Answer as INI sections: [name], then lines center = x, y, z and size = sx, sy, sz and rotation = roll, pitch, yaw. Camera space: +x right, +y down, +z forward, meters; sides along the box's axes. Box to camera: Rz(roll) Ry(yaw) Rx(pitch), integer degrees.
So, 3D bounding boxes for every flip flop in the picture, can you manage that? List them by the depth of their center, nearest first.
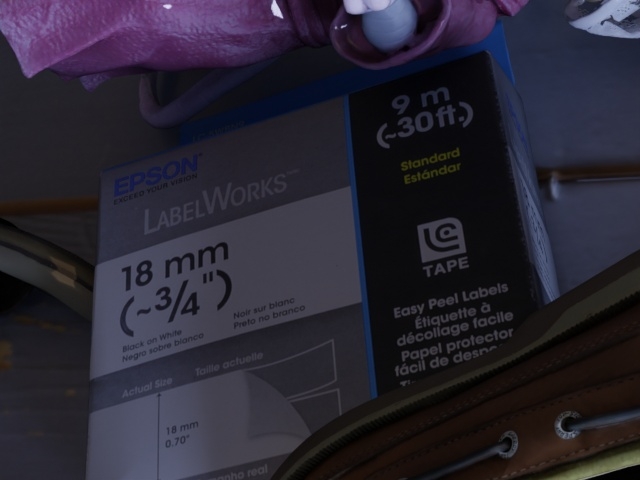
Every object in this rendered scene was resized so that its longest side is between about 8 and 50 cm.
[flip flop]
center = -0.227, 0.021, 0.804
size = 0.277, 0.112, 0.080
rotation = 21, 85, 30

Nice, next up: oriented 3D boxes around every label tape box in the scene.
[label tape box]
center = 0.000, 0.000, 0.691
size = 0.241, 0.106, 0.333
rotation = -16, 53, 16

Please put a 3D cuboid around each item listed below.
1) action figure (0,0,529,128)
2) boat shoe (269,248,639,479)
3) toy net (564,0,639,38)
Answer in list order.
[action figure]
center = 0.002, -0.145, 0.693
size = 0.370, 0.275, 0.248
rotation = -1, 59, 18
[boat shoe]
center = 0.063, 0.116, 0.490
size = 0.307, 0.111, 0.104
rotation = -44, 22, 27
[toy net]
center = 0.128, -0.166, 0.752
size = 0.122, 0.045, 0.232
rotation = -33, 41, -29
